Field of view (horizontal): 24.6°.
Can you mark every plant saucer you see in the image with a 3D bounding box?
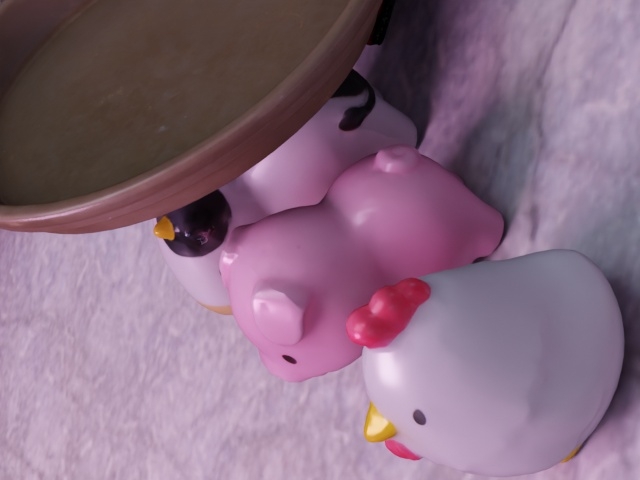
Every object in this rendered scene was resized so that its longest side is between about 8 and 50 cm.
[{"bbox_3d":[-0.084,-0.101,0.768,0.278,0.041,0.278,-19,39,16],"label":"plant saucer"}]

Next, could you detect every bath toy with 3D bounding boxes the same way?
[{"bbox_3d":[0.000,0.000,0.726,0.348,0.129,0.151,43,112,50],"label":"bath toy"}]

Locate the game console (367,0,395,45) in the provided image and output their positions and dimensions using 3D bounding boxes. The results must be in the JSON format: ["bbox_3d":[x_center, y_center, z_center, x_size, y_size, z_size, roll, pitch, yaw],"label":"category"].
[{"bbox_3d":[0.065,-0.196,0.809,0.124,0.085,0.144,106,162,-62],"label":"game console"}]
